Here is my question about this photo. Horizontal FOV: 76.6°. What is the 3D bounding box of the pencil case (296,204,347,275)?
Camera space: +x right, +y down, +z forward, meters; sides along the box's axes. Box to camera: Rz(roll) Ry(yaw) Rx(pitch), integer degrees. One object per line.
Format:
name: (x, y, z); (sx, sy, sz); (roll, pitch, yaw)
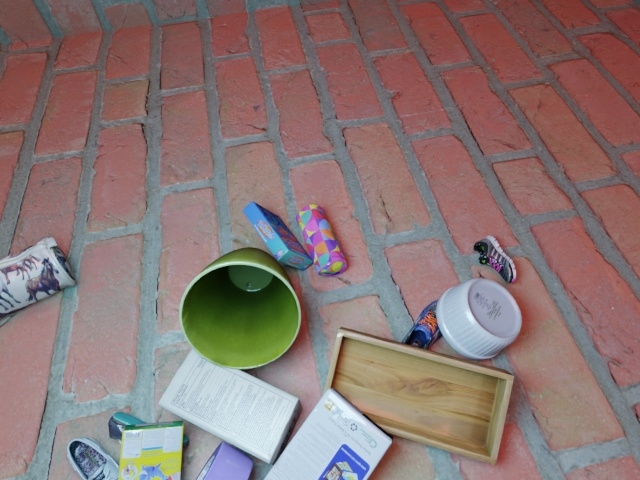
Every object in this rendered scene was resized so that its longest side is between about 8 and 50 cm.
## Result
pencil case: (0.000, 0.000, 1.249); (0.104, 0.104, 0.236); (-17, 56, -9)

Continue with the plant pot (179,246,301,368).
plant pot: (-0.192, 0.128, 1.055); (0.274, 0.275, 0.293); (-7, 20, -3)

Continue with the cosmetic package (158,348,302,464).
cosmetic package: (-0.209, 0.399, 0.978); (0.296, 0.129, 0.153); (22, 62, 14)

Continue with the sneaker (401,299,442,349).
sneaker: (0.282, 0.245, 1.085); (0.083, 0.087, 0.221); (31, 63, 19)

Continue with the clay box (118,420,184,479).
clay box: (-0.374, 0.524, 0.893); (0.127, 0.053, 0.222); (5, 81, -20)

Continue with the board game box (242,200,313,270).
board game box: (-0.127, -0.012, 1.220); (0.047, 0.160, 0.210); (-43, 63, 9)

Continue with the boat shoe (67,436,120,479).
boat shoe: (-0.499, 0.538, 0.924); (0.227, 0.081, 0.079); (33, 63, 19)

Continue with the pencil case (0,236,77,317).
pencil case: (-0.915, 0.132, 1.141); (0.410, 0.184, 0.160); (-26, 60, -15)

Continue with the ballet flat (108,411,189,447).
ballet flat: (-0.418, 0.478, 0.977); (0.203, 0.074, 0.074); (17, 59, 5)

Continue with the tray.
tray: (0.222, 0.361, 0.976); (0.410, 0.076, 0.203); (13, 86, 9)

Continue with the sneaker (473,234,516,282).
sneaker: (0.515, 0.061, 1.212); (0.074, 0.063, 0.170); (-14, 53, -7)

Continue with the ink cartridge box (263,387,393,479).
ink cartridge box: (-0.017, 0.532, 0.891); (0.175, 0.069, 0.371); (34, 81, 21)

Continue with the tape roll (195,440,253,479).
tape roll: (-0.227, 0.531, 0.849); (0.080, 0.189, 0.189); (33, 62, -1)

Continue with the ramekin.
ramekin: (0.421, 0.197, 1.062); (0.207, 0.109, 0.207); (10, 56, -15)
